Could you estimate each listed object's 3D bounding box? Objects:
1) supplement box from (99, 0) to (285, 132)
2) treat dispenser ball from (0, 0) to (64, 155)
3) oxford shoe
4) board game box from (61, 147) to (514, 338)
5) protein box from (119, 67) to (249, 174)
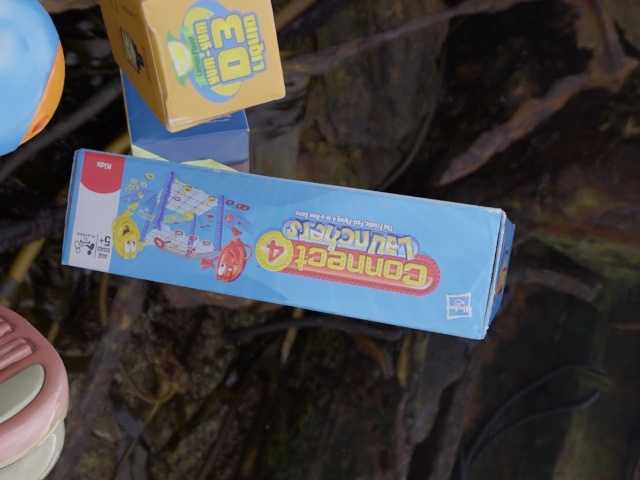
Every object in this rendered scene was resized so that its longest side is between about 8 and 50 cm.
[{"bbox_3d":[-0.095,-0.143,0.570,0.080,0.233,0.078,-15,116,-13],"label":"supplement box"},{"bbox_3d":[-0.530,-0.263,1.287,0.288,0.288,0.288,-36,135,-47],"label":"treat dispenser ball"},{"bbox_3d":[-0.273,0.122,0.525,0.140,0.397,0.146,-32,113,-46],"label":"oxford shoe"},{"bbox_3d":[0.000,0.000,0.724,0.302,0.308,0.086,1,98,-76],"label":"board game box"},{"bbox_3d":[-0.241,-0.218,1.529,0.136,0.200,0.201,98,-20,-57],"label":"protein box"}]
